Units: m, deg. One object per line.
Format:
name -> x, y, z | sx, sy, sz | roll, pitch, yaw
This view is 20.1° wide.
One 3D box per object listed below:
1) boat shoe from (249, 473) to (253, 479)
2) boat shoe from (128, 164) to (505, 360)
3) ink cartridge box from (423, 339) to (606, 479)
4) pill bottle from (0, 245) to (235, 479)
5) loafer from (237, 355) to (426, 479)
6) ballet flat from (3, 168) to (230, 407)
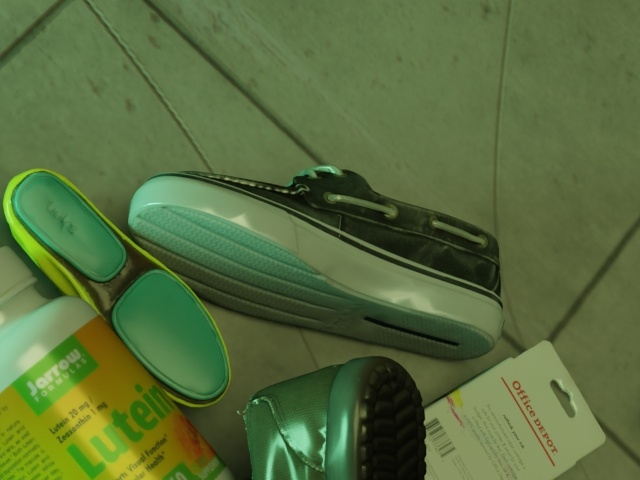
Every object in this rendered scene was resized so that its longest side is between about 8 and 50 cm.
boat shoe -> -0.013, 0.242, 1.385 | 0.088, 0.096, 0.267 | 21, 67, -19
boat shoe -> 0.000, 0.000, 1.470 | 0.335, 0.121, 0.119 | 21, 57, -26
ink cartridge box -> 0.133, 0.169, 1.485 | 0.181, 0.061, 0.104 | -28, 85, -27
pill bottle -> -0.189, 0.128, 1.325 | 0.136, 0.136, 0.245 | -41, 91, -27
loafer -> 0.000, 0.263, 1.292 | 0.134, 0.130, 0.366 | 10, 82, -57
ballet flat -> -0.159, 0.039, 1.400 | 0.231, 0.077, 0.077 | 47, 65, -4
